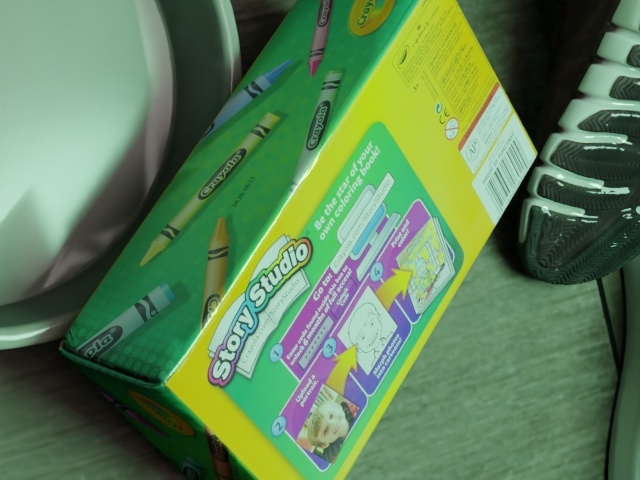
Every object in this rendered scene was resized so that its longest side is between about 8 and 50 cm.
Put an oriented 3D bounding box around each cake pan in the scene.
[{"bbox_3d":[-0.182,-0.089,0.796,0.293,0.054,0.293,2,85,-29],"label":"cake pan"}]

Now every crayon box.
[{"bbox_3d":[0.000,0.000,0.840,0.278,0.081,0.165,-57,138,-20],"label":"crayon box"}]

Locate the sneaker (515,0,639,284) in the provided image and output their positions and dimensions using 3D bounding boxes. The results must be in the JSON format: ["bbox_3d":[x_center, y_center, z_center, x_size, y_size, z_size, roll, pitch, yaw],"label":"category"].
[{"bbox_3d":[0.184,-0.121,0.980,0.106,0.162,0.281,11,116,-24],"label":"sneaker"}]

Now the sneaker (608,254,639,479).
[{"bbox_3d":[0.283,0.032,0.991,0.135,0.150,0.365,5,84,-30],"label":"sneaker"}]
